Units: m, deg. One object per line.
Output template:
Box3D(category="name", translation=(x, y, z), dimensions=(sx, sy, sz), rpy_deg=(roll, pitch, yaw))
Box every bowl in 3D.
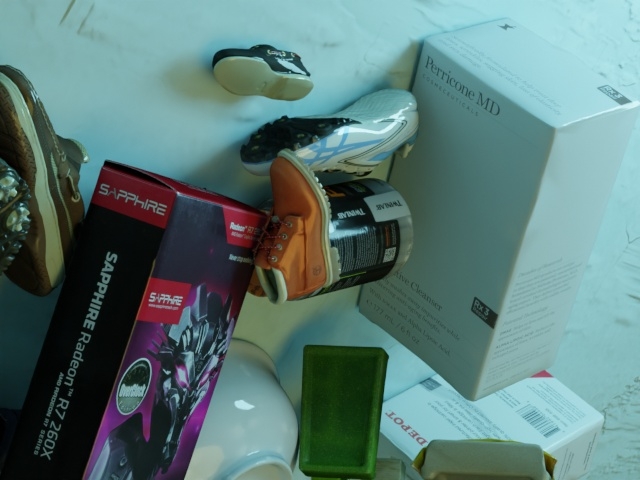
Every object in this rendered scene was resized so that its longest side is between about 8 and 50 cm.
Box3D(category="bowl", translation=(-0.125, 0.268, 1.888), dimensions=(0.298, 0.134, 0.297), rpy_deg=(-29, 139, -29))

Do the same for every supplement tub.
Box3D(category="supplement tub", translation=(0.000, 0.000, 1.796), dimensions=(0.190, 0.117, 0.117), rpy_deg=(-13, 130, -43))

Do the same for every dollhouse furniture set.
Box3D(category="dollhouse furniture set", translation=(0.138, 0.225, 1.980), dimensions=(0.197, 0.302, 0.151), rpy_deg=(61, 32, -69))

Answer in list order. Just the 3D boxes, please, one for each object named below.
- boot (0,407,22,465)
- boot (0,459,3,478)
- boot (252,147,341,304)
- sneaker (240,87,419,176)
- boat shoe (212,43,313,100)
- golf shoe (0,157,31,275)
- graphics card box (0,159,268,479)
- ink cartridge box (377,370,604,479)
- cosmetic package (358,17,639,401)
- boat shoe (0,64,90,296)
Box3D(category="boot", translation=(-0.327, 0.255, 1.717), dimensions=(0.086, 0.069, 0.190), rpy_deg=(8, 108, -43))
Box3D(category="boot", translation=(-0.445, 0.278, 1.544), dimensions=(0.284, 0.138, 0.377), rpy_deg=(-29, 145, -28))
Box3D(category="boot", translation=(-0.034, -0.011, 1.652), dimensions=(0.085, 0.059, 0.157), rpy_deg=(-26, 117, -27))
Box3D(category="sneaker", translation=(0.017, -0.098, 1.747), dimensions=(0.237, 0.085, 0.086), rpy_deg=(-19, 115, -39))
Box3D(category="boat shoe", translation=(-0.062, -0.170, 1.639), dimensions=(0.049, 0.042, 0.133), rpy_deg=(-40, 152, 31))
Box3D(category="golf shoe", translation=(-0.322, -0.065, 1.380), dimensions=(0.105, 0.120, 0.272), rpy_deg=(-37, 146, -24))
Box3D(category="graphics card box", translation=(-0.181, 0.122, 1.601), dimensions=(0.370, 0.094, 0.233), rpy_deg=(-70, 160, 1))
Box3D(category="ink cartridge box", translation=(0.209, 0.272, 2.208), dimensions=(0.273, 0.197, 0.114), rpy_deg=(-23, 137, -34))
Box3D(category="cosmetic package", translation=(0.197, -0.036, 1.902), dimensions=(0.156, 0.217, 0.385), rpy_deg=(-20, 134, -37))
Box3D(category="boat shoe", translation=(-0.257, -0.068, 1.483), dimensions=(0.095, 0.095, 0.257), rpy_deg=(-45, 154, -33))
